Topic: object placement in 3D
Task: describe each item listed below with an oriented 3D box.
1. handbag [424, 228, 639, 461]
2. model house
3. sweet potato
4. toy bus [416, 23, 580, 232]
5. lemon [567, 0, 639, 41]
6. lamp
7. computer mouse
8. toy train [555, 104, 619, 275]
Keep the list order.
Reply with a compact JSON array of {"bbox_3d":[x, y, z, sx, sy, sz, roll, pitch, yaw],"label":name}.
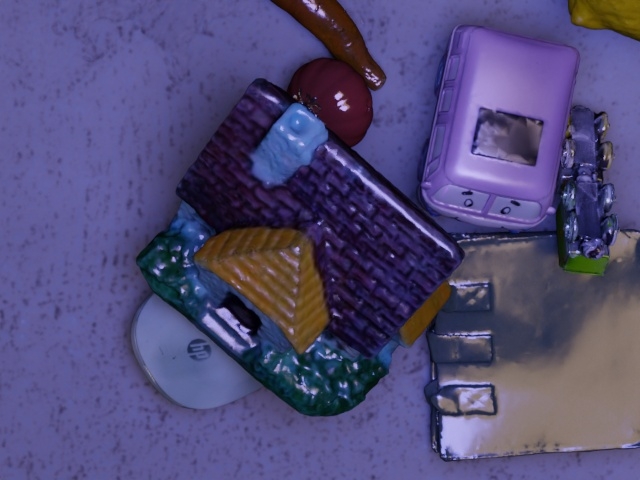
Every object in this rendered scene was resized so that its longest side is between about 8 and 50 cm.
[{"bbox_3d":[0.236,0.111,1.621,0.260,0.079,0.247,-3,97,-5],"label":"handbag"},{"bbox_3d":[0.000,0.000,1.426,0.280,0.249,0.230,39,69,-1],"label":"model house"},{"bbox_3d":[-0.023,-0.258,1.561,0.057,0.057,0.264,-45,97,1],"label":"sweet potato"},{"bbox_3d":[0.181,-0.114,1.548,0.142,0.142,0.202,11,88,-7],"label":"toy bus"},{"bbox_3d":[0.360,-0.323,1.499,0.267,0.267,0.267,-1,97,-5],"label":"lemon"},{"bbox_3d":[0.010,-0.141,1.560,0.090,0.101,0.101,-28,101,-38],"label":"lamp"},{"bbox_3d":[-0.063,0.066,1.578,0.288,0.097,0.159,-31,97,0],"label":"computer mouse"},{"bbox_3d":[0.275,-0.054,1.561,0.060,0.202,0.081,6,141,-3],"label":"toy train"}]
